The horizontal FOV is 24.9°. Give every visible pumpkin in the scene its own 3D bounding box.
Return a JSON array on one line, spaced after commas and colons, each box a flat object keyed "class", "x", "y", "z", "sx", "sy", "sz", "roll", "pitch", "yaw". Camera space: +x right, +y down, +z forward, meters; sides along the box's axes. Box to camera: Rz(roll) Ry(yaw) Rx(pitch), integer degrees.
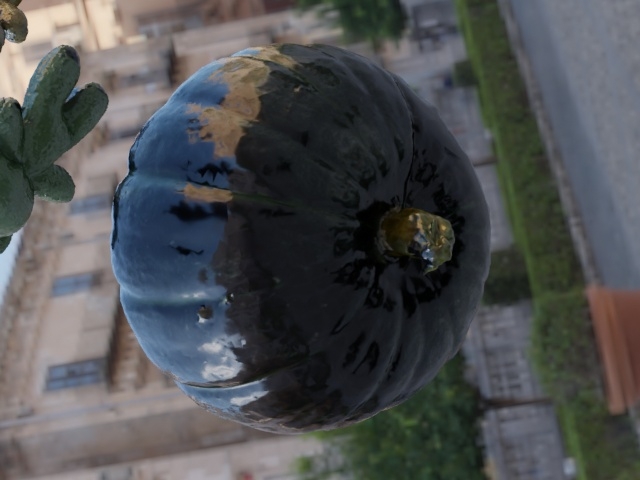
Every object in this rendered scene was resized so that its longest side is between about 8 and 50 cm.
[{"class": "pumpkin", "x": 0.000, "y": 0.000, "z": 0.892, "sx": 0.250, "sy": 0.216, "sz": 0.249, "roll": -1, "pitch": -88, "yaw": -46}]

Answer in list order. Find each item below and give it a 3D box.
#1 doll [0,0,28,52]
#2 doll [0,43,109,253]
[{"class": "doll", "x": -0.159, "y": -0.111, "z": 0.651, "sx": 0.093, "sy": 0.062, "sz": 0.051, "roll": -129, "pitch": 55, "yaw": -72}, {"class": "doll", "x": -0.213, "y": -0.067, "z": 1.028, "sx": 0.150, "sy": 0.078, "sz": 0.115, "roll": -52, "pitch": -30, "yaw": -19}]
